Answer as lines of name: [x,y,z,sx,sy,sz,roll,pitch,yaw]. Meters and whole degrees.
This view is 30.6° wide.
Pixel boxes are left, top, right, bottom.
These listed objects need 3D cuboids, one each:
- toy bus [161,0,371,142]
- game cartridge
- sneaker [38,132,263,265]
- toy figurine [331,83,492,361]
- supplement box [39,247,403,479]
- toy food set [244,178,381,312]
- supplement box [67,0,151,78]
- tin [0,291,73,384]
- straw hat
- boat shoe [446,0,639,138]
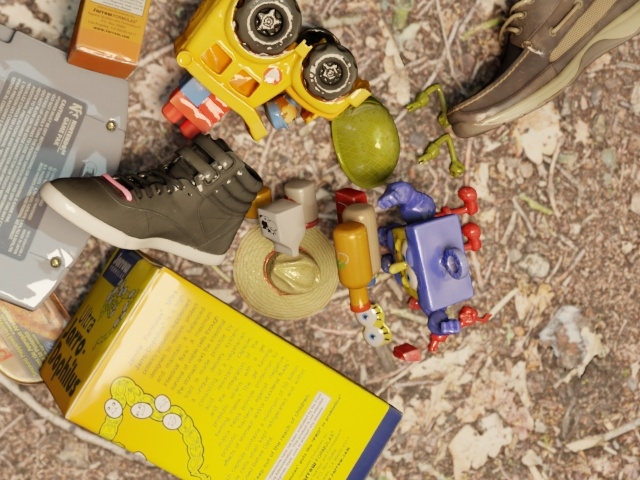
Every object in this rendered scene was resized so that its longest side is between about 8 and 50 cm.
toy bus: [-0.079,-0.195,1.408,0.220,0.149,0.211,39,98,-19]
game cartridge: [-0.344,-0.079,1.360,0.198,0.062,0.297,25,79,-22]
sneaker: [-0.182,-0.067,1.328,0.295,0.104,0.147,15,112,-53]
toy figurine: [0.146,-0.015,1.448,0.191,0.217,0.362,-13,100,-15]
supplement box: [-0.119,0.183,1.385,0.356,0.194,0.195,34,85,-23]
toy food set: [0.000,0.000,1.418,0.111,0.232,0.104,-24,117,-35]
supplement box: [-0.228,-0.312,1.351,0.080,0.078,0.233,12,81,-19]
tin: [-0.369,0.085,1.401,0.106,0.040,0.190,-33,104,-15]
straw hat: [-0.034,0.040,1.481,0.144,0.061,0.144,-2,98,-16]
boat shoe: [0.289,-0.261,1.521,0.355,0.132,0.130,-37,95,-18]
